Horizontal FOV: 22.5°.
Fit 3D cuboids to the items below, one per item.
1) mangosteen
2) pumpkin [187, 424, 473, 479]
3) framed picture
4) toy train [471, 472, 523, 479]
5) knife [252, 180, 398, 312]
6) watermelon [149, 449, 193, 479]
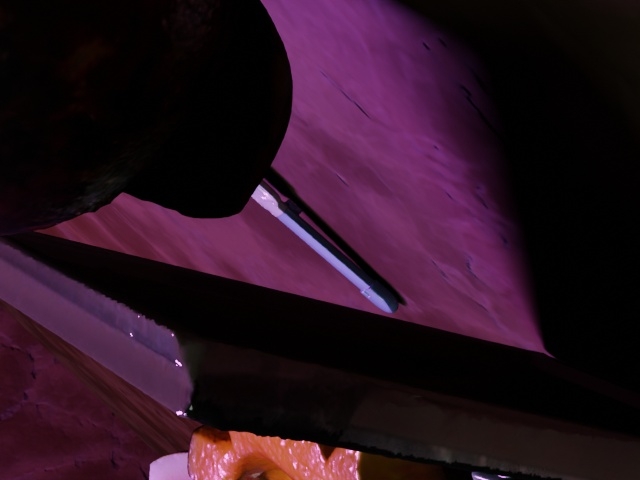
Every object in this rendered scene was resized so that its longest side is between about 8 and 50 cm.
[{"bbox_3d":[-0.084,-0.077,0.454,0.184,0.172,0.172,20,-179,-35],"label":"mangosteen"},{"bbox_3d":[0.046,0.122,0.858,0.254,0.149,0.130,32,121,52],"label":"pumpkin"},{"bbox_3d":[0.030,0.038,0.498,0.260,0.023,0.189,14,-176,-33],"label":"framed picture"},{"bbox_3d":[0.137,0.144,0.667,0.125,0.081,0.194,10,142,50],"label":"toy train"},{"bbox_3d":[0.000,0.000,0.739,0.096,0.010,0.027,42,166,-6],"label":"knife"},{"bbox_3d":[0.013,0.257,1.141,0.305,0.180,0.224,28,175,42],"label":"watermelon"}]
